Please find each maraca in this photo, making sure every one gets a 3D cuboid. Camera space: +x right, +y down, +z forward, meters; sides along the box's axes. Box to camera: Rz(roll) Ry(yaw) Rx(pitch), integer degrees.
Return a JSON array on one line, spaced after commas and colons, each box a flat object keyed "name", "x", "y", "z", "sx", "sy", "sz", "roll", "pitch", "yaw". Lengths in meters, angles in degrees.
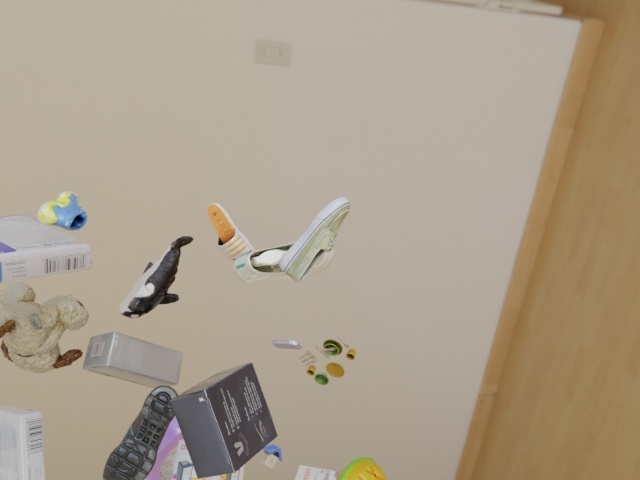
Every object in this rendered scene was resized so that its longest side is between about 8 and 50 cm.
[{"name": "maraca", "x": 0.066, "y": 0.501, "z": 1.218, "sx": 0.099, "sy": 0.185, "sz": 0.127, "roll": -14, "pitch": 100, "yaw": 42}]

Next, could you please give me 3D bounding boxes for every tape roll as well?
[{"name": "tape roll", "x": -0.396, "y": 0.584, "z": 1.799, "sx": 0.090, "sy": 0.274, "sz": 0.275, "roll": 42, "pitch": 137, "yaw": 34}]

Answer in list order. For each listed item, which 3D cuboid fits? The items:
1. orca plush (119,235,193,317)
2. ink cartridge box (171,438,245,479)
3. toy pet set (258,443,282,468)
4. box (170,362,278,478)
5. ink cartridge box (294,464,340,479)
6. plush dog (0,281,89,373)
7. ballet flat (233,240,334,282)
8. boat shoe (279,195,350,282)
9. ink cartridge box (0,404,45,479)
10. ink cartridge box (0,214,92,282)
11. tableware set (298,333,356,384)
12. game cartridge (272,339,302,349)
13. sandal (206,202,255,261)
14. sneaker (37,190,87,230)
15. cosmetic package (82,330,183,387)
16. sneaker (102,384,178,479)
[{"name": "orca plush", "x": -0.398, "y": 0.109, "z": 1.603, "sx": 0.287, "sy": 0.102, "sz": 0.151, "roll": -52, "pitch": 23, "yaw": 13}, {"name": "ink cartridge box", "x": -0.267, "y": 0.574, "z": 1.469, "sx": 0.093, "sy": 0.154, "sz": 0.212, "roll": 45, "pitch": -139, "yaw": -44}, {"name": "toy pet set", "x": -0.175, "y": 0.643, "z": 1.926, "sx": 0.114, "sy": 0.122, "sz": 0.065, "roll": 2, "pitch": 55, "yaw": 56}, {"name": "box", "x": -0.178, "y": 0.335, "z": 1.185, "sx": 0.158, "sy": 0.093, "sz": 0.156, "roll": -18, "pitch": -92, "yaw": -63}, {"name": "ink cartridge box", "x": 0.057, "y": 0.682, "z": 1.617, "sx": 0.198, "sy": 0.272, "sz": 0.115, "roll": 34, "pitch": -115, "yaw": -85}, {"name": "plush dog", "x": -0.771, "y": 0.265, "z": 1.691, "sx": 0.211, "sy": 0.262, "sz": 0.225, "roll": -63, "pitch": -20, "yaw": -52}, {"name": "ballet flat", "x": -0.100, "y": 0.062, "z": 2.161, "sx": 0.139, "sy": 0.400, "sz": 0.139, "roll": 26, "pitch": 121, "yaw": 55}, {"name": "boat shoe", "x": 0.000, "y": 0.000, "z": 1.942, "sx": 0.302, "sy": 0.094, "sz": 0.109, "roll": -50, "pitch": -18, "yaw": 7}, {"name": "ink cartridge box", "x": -0.878, "y": 0.639, "z": 1.788, "sx": 0.330, "sy": 0.071, "sz": 0.324, "roll": -9, "pitch": 85, "yaw": 44}, {"name": "ink cartridge box", "x": -0.702, "y": 0.019, "z": 1.337, "sx": 0.307, "sy": 0.303, "sz": 0.072, "roll": 14, "pitch": 107, "yaw": 41}, {"name": "tableware set", "x": 0.022, "y": 0.290, "z": 1.499, "sx": 0.154, "sy": 0.104, "sz": 0.024, "roll": -37, "pitch": 14, "yaw": 35}, {"name": "game cartridge", "x": -0.103, "y": 0.317, "z": 1.922, "sx": 0.056, "sy": 0.083, "sz": 0.017, "roll": 54, "pitch": -140, "yaw": -62}, {"name": "sandal", "x": -0.329, "y": -0.006, "z": 2.203, "sx": 0.102, "sy": 0.265, "sz": 0.076, "roll": -34, "pitch": 4, "yaw": 29}, {"name": "sneaker", "x": -0.776, "y": -0.080, "z": 1.959, "sx": 0.240, "sy": 0.126, "sz": 0.091, "roll": -82, "pitch": 16, "yaw": -71}, {"name": "cosmetic package", "x": -0.514, "y": 0.334, "z": 1.745, "sx": 0.127, "sy": 0.238, "sz": 0.107, "roll": -18, "pitch": 54, "yaw": 38}, {"name": "sneaker", "x": -0.418, "y": 0.475, "z": 1.502, "sx": 0.267, "sy": 0.101, "sz": 0.106, "roll": -59, "pitch": 3, "yaw": -16}]
